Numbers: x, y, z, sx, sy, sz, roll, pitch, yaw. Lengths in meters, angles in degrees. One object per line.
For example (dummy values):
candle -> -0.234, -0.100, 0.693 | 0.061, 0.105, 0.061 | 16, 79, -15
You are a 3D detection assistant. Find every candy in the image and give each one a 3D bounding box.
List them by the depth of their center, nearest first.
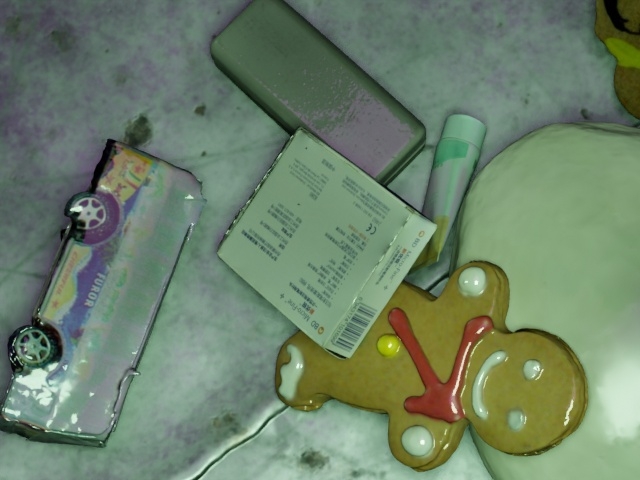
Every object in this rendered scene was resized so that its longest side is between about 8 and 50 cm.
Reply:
candy -> 0.305, 0.070, 1.692 | 0.386, 0.186, 0.427 | -25, 69, -3

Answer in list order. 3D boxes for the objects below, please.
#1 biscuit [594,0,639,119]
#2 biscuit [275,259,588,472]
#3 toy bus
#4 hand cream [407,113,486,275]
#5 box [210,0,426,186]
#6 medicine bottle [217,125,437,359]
biscuit -> 0.390, -0.257, 1.773 | 0.208, 0.041, 0.290 | 13, 106, 23
biscuit -> 0.106, 0.113, 1.653 | 0.340, 0.047, 0.216 | 23, 90, 37
toy bus -> -0.228, 0.063, 1.742 | 0.138, 0.112, 0.317 | 20, 76, -4
hand cream -> 0.132, -0.048, 1.785 | 0.047, 0.076, 0.174 | 23, 70, -14
box -> -0.003, -0.157, 1.824 | 0.244, 0.055, 0.103 | 43, 79, 13
medicine bottle -> 0.000, 0.000, 1.708 | 0.201, 0.052, 0.171 | 38, 98, 42
